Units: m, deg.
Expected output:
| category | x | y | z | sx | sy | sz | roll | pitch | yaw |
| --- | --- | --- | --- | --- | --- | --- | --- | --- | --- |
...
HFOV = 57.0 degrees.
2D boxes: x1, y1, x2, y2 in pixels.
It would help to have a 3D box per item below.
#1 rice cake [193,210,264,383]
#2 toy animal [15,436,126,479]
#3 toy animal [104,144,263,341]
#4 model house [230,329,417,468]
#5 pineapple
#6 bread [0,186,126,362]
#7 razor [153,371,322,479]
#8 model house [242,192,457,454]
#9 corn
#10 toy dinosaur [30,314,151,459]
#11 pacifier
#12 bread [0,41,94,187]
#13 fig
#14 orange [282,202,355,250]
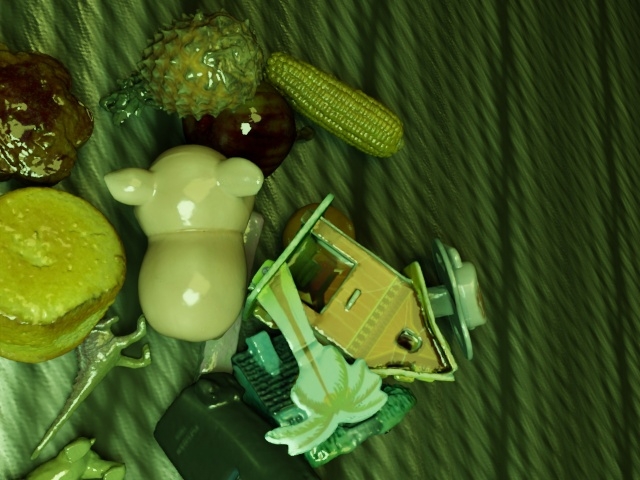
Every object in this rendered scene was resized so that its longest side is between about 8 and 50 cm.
| category | x | y | z | sx | sy | sz | roll | pitch | yaw |
| --- | --- | --- | --- | --- | --- | --- | --- | --- | --- |
| rice cake | -0.173 | 0.100 | 1.111 | 0.073 | 0.056 | 0.364 | 19 | 68 | -22 |
| toy animal | -0.418 | 0.367 | 0.882 | 0.219 | 0.101 | 0.103 | -32 | 113 | -33 |
| toy animal | -0.211 | 0.000 | 0.971 | 0.237 | 0.269 | 0.326 | -2 | 49 | -7 |
| model house | 0.000 | 0.248 | 1.071 | 0.261 | 0.226 | 0.241 | -19 | 81 | -34 |
| pineapple | -0.256 | -0.272 | 0.994 | 0.175 | 0.361 | 0.175 | 8 | 80 | -51 |
| bread | -0.420 | 0.039 | 0.877 | 0.268 | 0.146 | 0.268 | 21 | 54 | -31 |
| razor | -0.123 | 0.368 | 0.929 | 0.327 | 0.189 | 0.107 | 42 | 14 | 28 |
| model house | 0.019 | 0.170 | 0.941 | 0.324 | 0.300 | 0.340 | 36 | 73 | 2 |
| corn | 0.034 | -0.295 | 1.295 | 0.363 | 0.120 | 0.120 | 27 | 65 | -20 |
| toy dinosaur | -0.380 | 0.202 | 0.971 | 0.200 | 0.072 | 0.251 | -7 | 89 | -23 |
| pacifier | 0.244 | 0.134 | 1.291 | 0.207 | 0.227 | 0.278 | -17 | 106 | 1 |
| bread | -0.495 | -0.202 | 0.964 | 0.247 | 0.135 | 0.232 | 39 | 61 | -15 |
| fig | -0.107 | -0.225 | 1.171 | 0.321 | 0.217 | 0.216 | -17 | 85 | -50 |
| orange | 0.000 | 0.000 | 1.194 | 0.156 | 0.124 | 0.156 | 10 | 68 | -27 |
